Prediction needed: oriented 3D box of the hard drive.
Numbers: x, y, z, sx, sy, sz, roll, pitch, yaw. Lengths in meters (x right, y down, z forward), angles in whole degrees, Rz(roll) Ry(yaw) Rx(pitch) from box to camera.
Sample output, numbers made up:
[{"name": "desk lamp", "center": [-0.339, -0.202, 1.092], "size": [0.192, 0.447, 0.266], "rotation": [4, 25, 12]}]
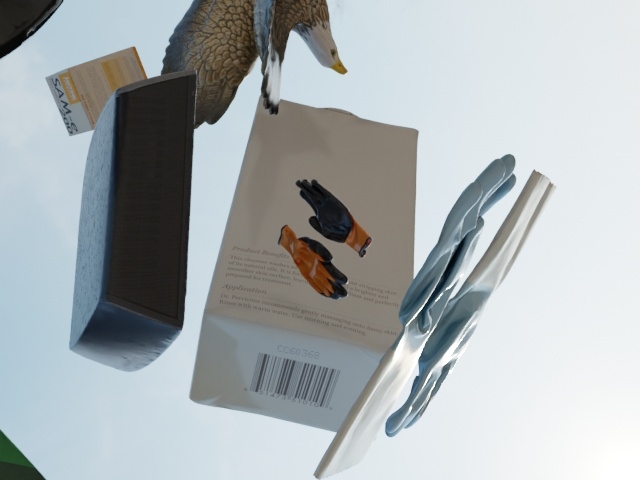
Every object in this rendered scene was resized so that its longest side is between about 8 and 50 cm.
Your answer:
[{"name": "hard drive", "center": [-0.136, 0.000, 0.578], "size": [0.054, 0.254, 0.172], "rotation": [6, -105, -19]}]

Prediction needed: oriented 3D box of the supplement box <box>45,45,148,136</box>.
[{"name": "supplement box", "center": [-0.215, -0.149, 0.831], "size": [0.098, 0.036, 0.062], "rotation": [-39, -65, -52]}]

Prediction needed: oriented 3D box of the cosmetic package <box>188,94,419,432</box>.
[{"name": "cosmetic package", "center": [-0.008, 0.012, 0.974], "size": [0.217, 0.156, 0.385], "rotation": [14, -138, -3]}]

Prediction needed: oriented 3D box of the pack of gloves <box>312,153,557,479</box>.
[{"name": "pack of gloves", "center": [0.075, 0.042, 0.587], "size": [0.046, 0.232, 0.195], "rotation": [31, -171, 24]}]

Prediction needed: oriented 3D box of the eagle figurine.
[{"name": "eagle figurine", "center": [-0.051, -0.277, 1.014], "size": [0.225, 0.226, 0.298], "rotation": [38, -123, 20]}]

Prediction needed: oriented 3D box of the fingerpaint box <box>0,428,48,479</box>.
[{"name": "fingerpaint box", "center": [-0.334, 0.359, 0.896], "size": [0.371, 0.445, 0.163], "rotation": [31, -124, 33]}]

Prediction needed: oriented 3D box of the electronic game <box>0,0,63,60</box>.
[{"name": "electronic game", "center": [-0.193, -0.178, 0.440], "size": [0.048, 0.229, 0.229], "rotation": [33, -144, 13]}]

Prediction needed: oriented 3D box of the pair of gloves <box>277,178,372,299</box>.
[{"name": "pair of gloves", "center": [0.000, 0.000, 0.604], "size": [0.010, 0.083, 0.074], "rotation": [-24, -121, -38]}]
